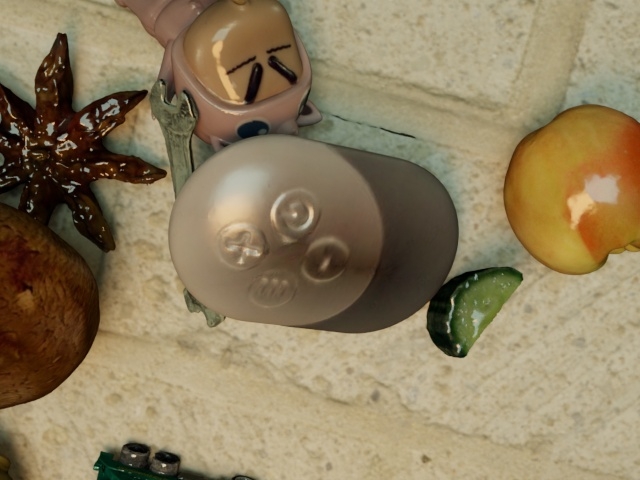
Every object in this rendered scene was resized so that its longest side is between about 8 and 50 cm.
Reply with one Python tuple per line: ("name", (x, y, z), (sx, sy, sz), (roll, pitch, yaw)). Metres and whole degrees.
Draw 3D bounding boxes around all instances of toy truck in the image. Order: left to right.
("toy truck", (-0.178, 0.328, 0.901), (0.216, 0.116, 0.110), (14, 94, 1))

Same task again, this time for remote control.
("remote control", (0.000, 0.000, 0.836), (0.332, 0.103, 0.221), (8, 117, -22))

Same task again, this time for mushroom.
("mushroom", (-0.405, 0.067, 0.804), (0.345, 0.345, 0.239), (41, 65, -1))

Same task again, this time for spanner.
("spanner", (-0.149, -0.033, 0.857), (0.071, 0.017, 0.302), (18, 125, 33))

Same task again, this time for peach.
("peach", (0.289, -0.057, 0.828), (0.184, 0.184, 0.184), (0, 94, 3))

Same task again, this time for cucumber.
("cucumber", (0.168, 0.073, 0.875), (0.062, 0.115, 0.116), (37, 85, 0))

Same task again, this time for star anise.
("star anise", (-0.325, -0.103, 0.893), (0.288, 0.088, 0.288), (0, 93, 5))

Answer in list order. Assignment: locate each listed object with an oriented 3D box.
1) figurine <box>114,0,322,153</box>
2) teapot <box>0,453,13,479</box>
("figurine", (-0.121, -0.226, 0.837), (0.176, 0.186, 0.287), (-24, 76, -19))
("teapot", (-0.458, 0.331, 0.878), (0.269, 0.173, 0.183), (-8, 55, 28))
